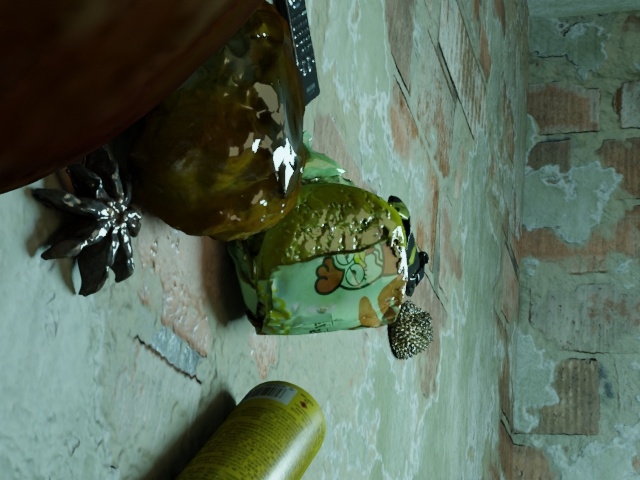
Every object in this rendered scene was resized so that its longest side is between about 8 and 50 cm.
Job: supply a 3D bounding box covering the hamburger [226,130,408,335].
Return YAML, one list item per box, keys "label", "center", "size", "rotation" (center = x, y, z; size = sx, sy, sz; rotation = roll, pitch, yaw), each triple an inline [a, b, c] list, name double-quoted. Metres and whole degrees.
- label: "hamburger"
  center: [0.000, -0.003, 1.175]
  size: [0.214, 0.125, 0.235]
  rotation: [6, 96, -38]

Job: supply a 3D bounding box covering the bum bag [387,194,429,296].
- label: "bum bag"
  center: [0.142, 0.012, 1.755]
  size: [0.232, 0.060, 0.107]
  rotation: [60, 25, -58]

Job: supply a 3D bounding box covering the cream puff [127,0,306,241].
- label: "cream puff"
  center: [-0.087, -0.110, 0.979]
  size: [0.269, 0.155, 0.241]
  rotation: [-41, 127, -68]

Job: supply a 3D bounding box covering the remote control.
- label: "remote control"
  center: [-0.037, -0.296, 1.331]
  size: [0.063, 0.025, 0.245]
  rotation: [-54, 138, -59]

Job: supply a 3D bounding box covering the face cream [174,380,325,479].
- label: "face cream"
  center: [-0.094, 0.256, 0.998]
  size: [0.349, 0.105, 0.105]
  rotation: [-45, 131, -65]

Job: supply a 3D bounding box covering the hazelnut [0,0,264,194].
- label: "hazelnut"
  center: [-0.189, -0.204, 0.451]
  size: [0.421, 0.353, 0.421]
  rotation: [-48, 161, -22]

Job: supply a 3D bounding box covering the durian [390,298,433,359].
- label: "durian"
  center: [0.162, 0.151, 1.791]
  size: [0.140, 0.071, 0.110]
  rotation: [36, 54, -60]

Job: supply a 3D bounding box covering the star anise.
- label: "star anise"
  center: [-0.184, -0.019, 0.864]
  size: [0.141, 0.042, 0.141]
  rotation: [0, 90, -70]
